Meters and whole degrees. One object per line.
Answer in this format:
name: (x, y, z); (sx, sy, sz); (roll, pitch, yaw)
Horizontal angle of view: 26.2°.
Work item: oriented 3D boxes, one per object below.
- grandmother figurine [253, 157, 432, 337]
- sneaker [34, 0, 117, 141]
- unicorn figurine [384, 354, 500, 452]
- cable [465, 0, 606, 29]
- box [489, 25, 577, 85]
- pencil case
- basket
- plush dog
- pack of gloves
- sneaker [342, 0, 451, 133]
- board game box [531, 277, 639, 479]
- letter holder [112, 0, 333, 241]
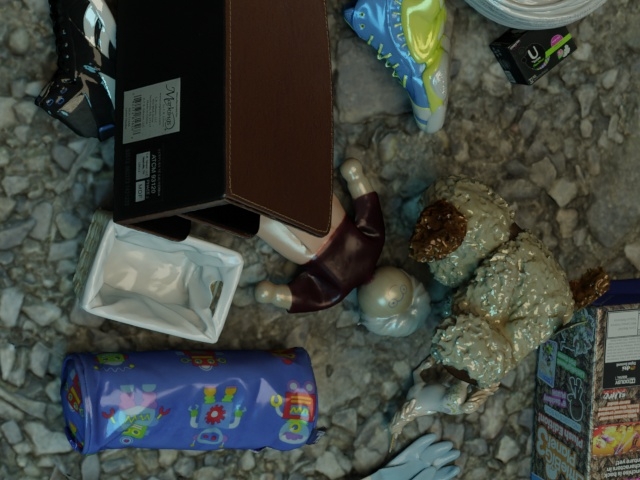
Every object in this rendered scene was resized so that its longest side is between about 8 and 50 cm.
grandmother figurine: (0.000, 0.000, 1.649); (0.342, 0.104, 0.208); (41, 90, -21)
sneaker: (-0.276, -0.204, 1.506); (0.121, 0.079, 0.217); (-36, 111, -12)
unicorn figurine: (0.145, 0.199, 1.748); (0.060, 0.162, 0.111); (48, 53, -17)
cable: (0.260, -0.385, 1.668); (0.257, 0.089, 0.257); (23, 82, -11)
box: (0.269, -0.245, 1.739); (0.083, 0.052, 0.062); (-39, 112, -10)
pencil case: (-0.151, 0.190, 1.610); (0.306, 0.119, 0.133); (1, 110, -23)
basket: (-0.190, 0.038, 1.573); (0.167, 0.103, 0.113); (17, 93, -24)
plush dog: (0.200, 0.021, 1.649); (0.210, 0.262, 0.225); (-35, 93, 15)
pack of gloves: (0.101, 0.370, 1.798); (0.232, 0.046, 0.195); (-27, 105, -24)
sneaker: (0.093, -0.245, 1.663); (0.126, 0.091, 0.240); (0, 114, 8)
board game box: (0.419, 0.207, 1.835); (0.232, 0.141, 0.291); (-2, 101, -22)
letter holder: (-0.099, -0.153, 1.504); (0.214, 0.152, 0.302); (20, 64, -54)
